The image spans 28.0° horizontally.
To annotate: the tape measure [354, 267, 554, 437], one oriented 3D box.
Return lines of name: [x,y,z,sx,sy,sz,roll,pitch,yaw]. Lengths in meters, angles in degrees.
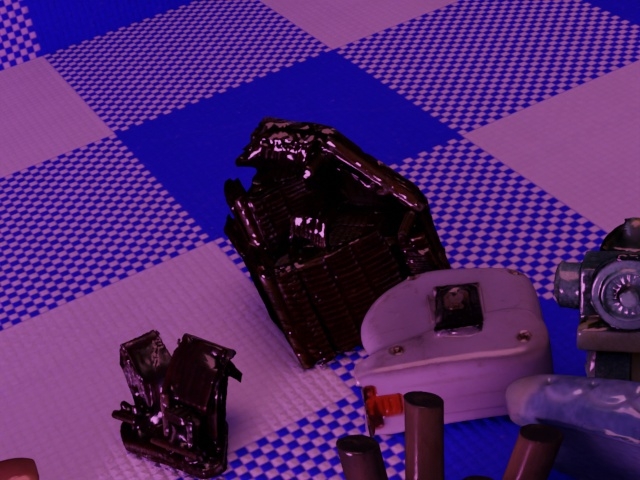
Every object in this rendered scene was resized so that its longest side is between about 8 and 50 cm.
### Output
tape measure: [0.177,0.142,1.739,0.258,0.130,0.265,-10,33,6]

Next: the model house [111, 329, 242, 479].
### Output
model house: [-0.200,0.205,1.728,0.203,0.164,0.141,8,33,30]

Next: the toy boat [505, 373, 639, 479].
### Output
toy boat: [0.385,0.217,1.471,0.330,0.215,0.123,10,62,33]

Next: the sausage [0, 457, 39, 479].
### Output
sausage: [-0.487,0.373,1.601,0.304,0.121,0.121,-21,34,-15]

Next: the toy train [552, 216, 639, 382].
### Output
toy train: [0.483,0.115,1.563,0.397,0.253,0.160,2,20,16]

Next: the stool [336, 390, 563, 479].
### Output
stool: [0.138,0.298,1.407,0.272,0.178,0.272,3,17,-1]

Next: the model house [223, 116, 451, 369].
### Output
model house: [0.000,0.000,1.874,0.297,0.317,0.282,-6,28,32]
